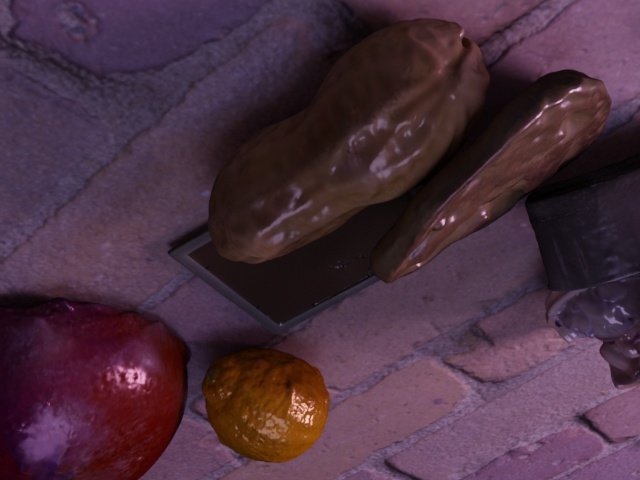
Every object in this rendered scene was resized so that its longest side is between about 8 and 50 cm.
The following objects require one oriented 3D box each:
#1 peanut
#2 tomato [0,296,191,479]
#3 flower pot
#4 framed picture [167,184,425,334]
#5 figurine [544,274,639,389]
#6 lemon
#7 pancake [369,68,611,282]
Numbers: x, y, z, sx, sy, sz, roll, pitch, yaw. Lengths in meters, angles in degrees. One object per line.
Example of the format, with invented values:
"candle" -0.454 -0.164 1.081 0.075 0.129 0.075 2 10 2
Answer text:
"peanut" 0.017 -0.082 0.908 0.313 0.149 0.149 -30 137 27
"tomato" -0.290 0.219 1.163 0.289 0.176 0.335 0 138 -19
"flower pot" 0.341 -0.031 1.050 0.229 0.103 0.108 -18 99 11
"framed picture" 0.000 0.000 1.098 0.273 0.016 0.216 -28 137 18
"figurine" 0.364 0.090 1.197 0.162 0.141 0.237 -22 140 21
"lemon" -0.070 0.204 1.225 0.187 0.142 0.142 30 125 -32
"pancake" 0.169 -0.064 0.944 0.294 0.049 0.294 -36 165 -11
